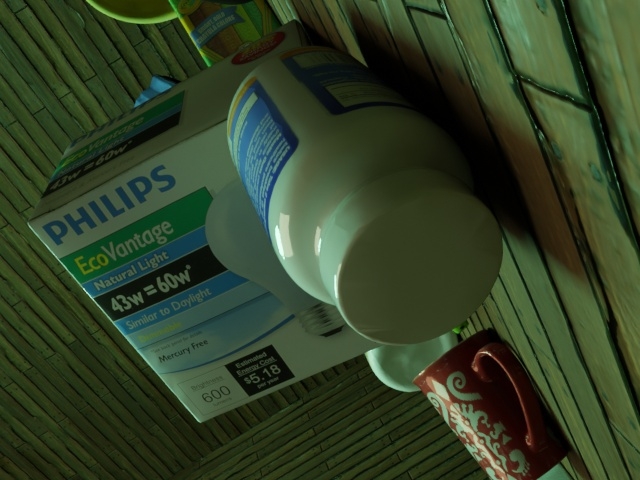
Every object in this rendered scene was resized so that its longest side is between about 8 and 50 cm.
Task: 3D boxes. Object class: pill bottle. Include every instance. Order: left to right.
[{"bbox_3d":[0.024,-0.044,0.530,0.152,0.152,0.272,59,-179,-35],"label":"pill bottle"},{"bbox_3d":[0.144,0.159,1.301,0.162,0.162,0.278,59,180,-13],"label":"pill bottle"}]

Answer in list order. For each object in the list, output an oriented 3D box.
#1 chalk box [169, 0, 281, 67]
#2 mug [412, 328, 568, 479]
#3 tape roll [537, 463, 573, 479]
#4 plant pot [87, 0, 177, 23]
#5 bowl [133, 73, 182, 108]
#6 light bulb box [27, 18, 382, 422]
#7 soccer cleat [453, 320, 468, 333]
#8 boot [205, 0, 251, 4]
[{"bbox_3d":[-0.152,-0.358,1.123,0.213,0.132,0.132,58,-179,4],"label":"chalk box"},{"bbox_3d":[0.201,0.204,0.811,0.169,0.113,0.150,55,-179,19],"label":"mug"},{"bbox_3d":[0.374,0.453,1.003,0.392,0.072,0.392,60,180,-1],"label":"tape roll"},{"bbox_3d":[-0.334,-0.575,1.258,0.254,0.253,0.239,58,-165,-61],"label":"plant pot"},{"bbox_3d":[-0.136,-0.196,1.242,0.391,0.077,0.391,22,-171,-4],"label":"bowl"},{"bbox_3d":[-0.094,-0.017,0.885,0.361,0.357,0.225,58,-168,-30],"label":"light bulb box"},{"bbox_3d":[0.157,0.079,1.007,0.072,0.060,0.179,45,-174,-25],"label":"soccer cleat"},{"bbox_3d":[-0.197,-0.340,0.731,0.305,0.112,0.115,-1,-122,-43],"label":"boot"}]
